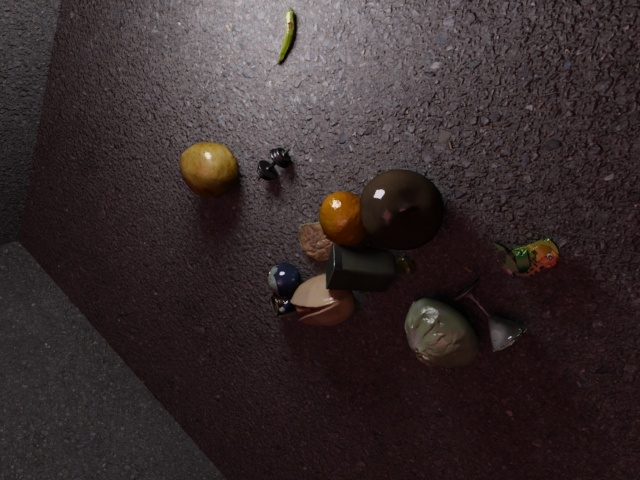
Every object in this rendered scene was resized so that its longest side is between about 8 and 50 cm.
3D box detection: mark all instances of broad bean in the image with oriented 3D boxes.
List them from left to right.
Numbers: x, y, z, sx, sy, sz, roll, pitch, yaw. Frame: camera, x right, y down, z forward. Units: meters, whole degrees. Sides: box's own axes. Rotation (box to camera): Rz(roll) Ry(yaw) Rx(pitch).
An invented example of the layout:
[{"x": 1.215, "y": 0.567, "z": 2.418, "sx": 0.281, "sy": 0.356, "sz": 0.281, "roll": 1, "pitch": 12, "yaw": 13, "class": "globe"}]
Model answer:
[{"x": 0.332, "y": 0.099, "z": 1.627, "sx": 0.083, "sy": 0.045, "sz": 0.063, "roll": 42, "pitch": 134, "yaw": 21, "class": "broad bean"}]

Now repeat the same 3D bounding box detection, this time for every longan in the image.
[{"x": 0.275, "y": -0.106, "z": 1.445, "sx": 0.297, "sy": 0.297, "sz": 0.297, "roll": 10, "pitch": 110, "yaw": 27, "class": "longan"}]

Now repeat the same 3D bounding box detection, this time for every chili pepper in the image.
[{"x": -0.128, "y": -0.782, "z": 1.605, "sx": 0.049, "sy": 0.043, "sz": 0.208, "roll": 21, "pitch": 116, "yaw": 9, "class": "chili pepper"}]

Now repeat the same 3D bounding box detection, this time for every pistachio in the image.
[{"x": 0.017, "y": 0.256, "z": 1.751, "sx": 0.309, "sy": 0.230, "sz": 0.229, "roll": -18, "pitch": 96, "yaw": 35, "class": "pistachio"}]

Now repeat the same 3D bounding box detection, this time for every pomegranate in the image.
[{"x": -0.495, "y": -0.316, "z": 1.854, "sx": 0.261, "sy": 0.260, "sz": 0.260, "roll": 10, "pitch": 110, "yaw": 27, "class": "pomegranate"}]

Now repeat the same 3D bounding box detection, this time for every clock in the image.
[{"x": -0.167, "y": 0.217, "z": 1.893, "sx": 0.199, "sy": 0.147, "sz": 0.243, "roll": -127, "pitch": 35, "yaw": -59, "class": "clock"}]

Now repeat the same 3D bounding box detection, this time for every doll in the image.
[{"x": 0.682, "y": 0.051, "z": 1.370, "sx": 0.186, "sy": 0.106, "sz": 0.134, "roll": -14, "pitch": 87, "yaw": 33, "class": "doll"}]

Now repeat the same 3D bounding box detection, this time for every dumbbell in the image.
[{"x": -0.199, "y": -0.321, "z": 1.762, "sx": 0.208, "sy": 0.099, "sz": 0.099, "roll": -36, "pitch": 86, "yaw": 32, "class": "dumbbell"}]

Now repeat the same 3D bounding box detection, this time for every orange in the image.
[{"x": 0.092, "y": -0.083, "z": 1.599, "sx": 0.219, "sy": 0.193, "sz": 0.219, "roll": 46, "pitch": 167, "yaw": 13, "class": "orange"}]

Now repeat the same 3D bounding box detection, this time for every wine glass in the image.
[{"x": 0.590, "y": 0.259, "z": 1.476, "sx": 0.232, "sy": 0.156, "sz": 0.156, "roll": 51, "pitch": 123, "yaw": 12, "class": "wine glass"}]

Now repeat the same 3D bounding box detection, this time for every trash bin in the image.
[{"x": 0.149, "y": 0.117, "z": 1.610, "sx": 0.241, "sy": 0.122, "sz": 0.164, "roll": 7, "pitch": 143, "yaw": -9, "class": "trash bin"}]

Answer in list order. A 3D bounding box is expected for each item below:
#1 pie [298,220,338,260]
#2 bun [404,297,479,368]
[{"x": -0.002, "y": 0.001, "z": 1.781, "sx": 0.218, "sy": 0.052, "sz": 0.185, "roll": -5, "pitch": 101, "yaw": 29, "class": "pie"}, {"x": 0.417, "y": 0.366, "z": 1.538, "sx": 0.293, "sy": 0.187, "sz": 0.293, "roll": 36, "pitch": 143, "yaw": 34, "class": "bun"}]
